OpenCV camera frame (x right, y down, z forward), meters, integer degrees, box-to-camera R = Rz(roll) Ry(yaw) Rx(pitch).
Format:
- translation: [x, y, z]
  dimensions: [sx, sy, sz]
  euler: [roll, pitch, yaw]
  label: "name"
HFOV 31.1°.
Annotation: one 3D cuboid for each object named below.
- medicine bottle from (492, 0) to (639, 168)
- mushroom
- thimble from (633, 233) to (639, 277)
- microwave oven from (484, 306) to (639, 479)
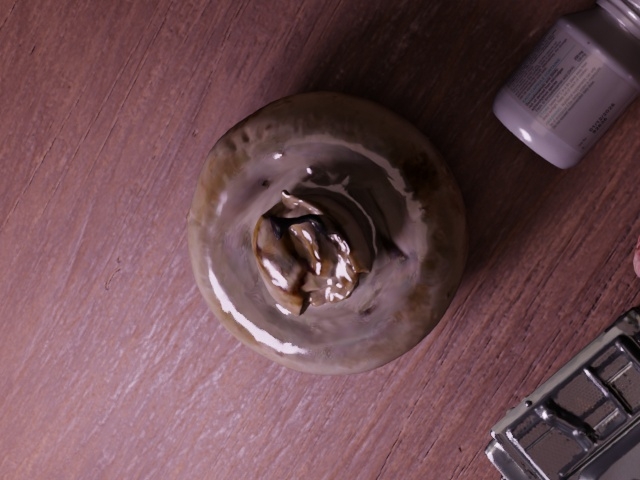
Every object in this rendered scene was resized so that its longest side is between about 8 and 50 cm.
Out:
- translation: [0.321, -0.205, 1.389]
  dimensions: [0.135, 0.135, 0.215]
  euler: [40, 107, 3]
  label: "medicine bottle"
- translation: [0.000, 0.000, 1.425]
  dimensions: [0.362, 0.294, 0.362]
  euler: [3, 103, 11]
  label: "mushroom"
- translation: [0.477, -0.035, 1.331]
  dimensions: [0.162, 0.239, 0.239]
  euler: [21, 105, 6]
  label: "thimble"
- translation: [0.413, 0.301, 1.356]
  dimensions: [0.247, 0.333, 0.394]
  euler: [-43, 77, 11]
  label: "microwave oven"
